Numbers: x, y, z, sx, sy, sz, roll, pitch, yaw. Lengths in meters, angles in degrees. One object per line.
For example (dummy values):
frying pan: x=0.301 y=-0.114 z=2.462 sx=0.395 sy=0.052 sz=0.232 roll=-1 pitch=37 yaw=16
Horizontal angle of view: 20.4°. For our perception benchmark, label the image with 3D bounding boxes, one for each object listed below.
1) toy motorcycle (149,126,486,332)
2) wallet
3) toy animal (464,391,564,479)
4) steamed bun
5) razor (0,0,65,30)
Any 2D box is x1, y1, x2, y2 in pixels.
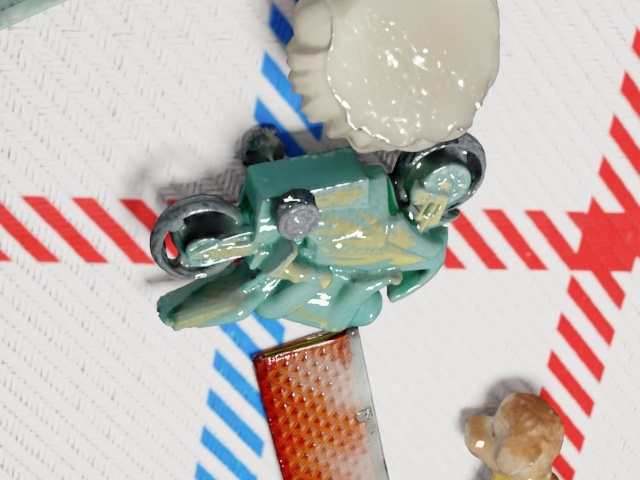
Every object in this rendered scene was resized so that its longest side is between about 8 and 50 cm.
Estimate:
toy motorcycle: x=-0.002 y=0.000 z=1.532 sx=0.296 sy=0.109 sz=0.198 roll=-11 pitch=132 yaw=-13
wallet: x=0.003 y=0.173 z=1.671 sx=0.103 sy=0.020 sz=0.197 roll=-17 pitch=122 yaw=-8
toy animal: x=0.220 y=0.242 z=1.693 sx=0.104 sy=0.184 sz=0.185 roll=-16 pitch=118 yaw=-38
steamed bun: x=0.058 y=-0.156 z=1.440 sx=0.182 sy=0.106 sz=0.183 roll=-6 pitch=112 yaw=-14
razor: x=-0.306 y=-0.146 z=1.362 sx=0.277 sy=0.056 sz=0.111 roll=-30 pitch=150 yaw=4
